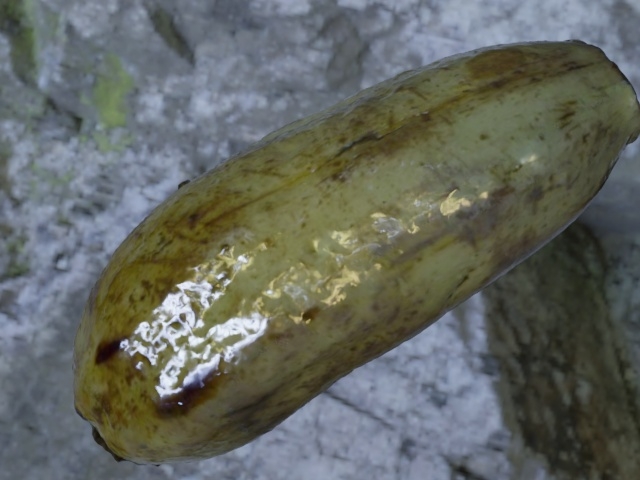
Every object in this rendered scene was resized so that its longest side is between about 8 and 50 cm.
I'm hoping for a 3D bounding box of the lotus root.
[{"bbox_3d":[0.000,0.000,0.451,0.097,0.258,0.110,47,-168,-46],"label":"lotus root"}]
